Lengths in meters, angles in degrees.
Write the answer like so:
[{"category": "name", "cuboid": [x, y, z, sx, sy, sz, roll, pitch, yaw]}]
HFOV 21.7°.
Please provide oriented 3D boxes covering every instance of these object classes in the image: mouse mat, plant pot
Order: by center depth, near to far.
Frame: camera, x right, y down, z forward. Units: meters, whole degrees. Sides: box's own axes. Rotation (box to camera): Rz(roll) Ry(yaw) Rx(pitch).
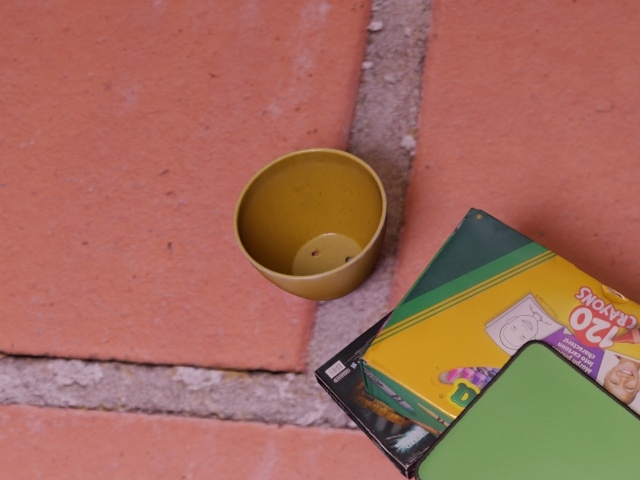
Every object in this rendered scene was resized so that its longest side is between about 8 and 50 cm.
[{"category": "mouse mat", "cuboid": [0.184, 0.180, 1.255, 0.190, 0.007, 0.152, 39, 75, 20]}, {"category": "plant pot", "cuboid": [0.000, 0.000, 1.468, 0.134, 0.095, 0.134, -6, 57, 10]}]

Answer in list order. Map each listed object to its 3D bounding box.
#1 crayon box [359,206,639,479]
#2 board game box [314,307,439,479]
[{"category": "crayon box", "cuboid": [0.191, 0.117, 1.333, 0.278, 0.081, 0.165, 32, 72, 19]}, {"category": "board game box", "cuboid": [0.105, 0.101, 1.421, 0.186, 0.026, 0.126, -37, 59, -11]}]
